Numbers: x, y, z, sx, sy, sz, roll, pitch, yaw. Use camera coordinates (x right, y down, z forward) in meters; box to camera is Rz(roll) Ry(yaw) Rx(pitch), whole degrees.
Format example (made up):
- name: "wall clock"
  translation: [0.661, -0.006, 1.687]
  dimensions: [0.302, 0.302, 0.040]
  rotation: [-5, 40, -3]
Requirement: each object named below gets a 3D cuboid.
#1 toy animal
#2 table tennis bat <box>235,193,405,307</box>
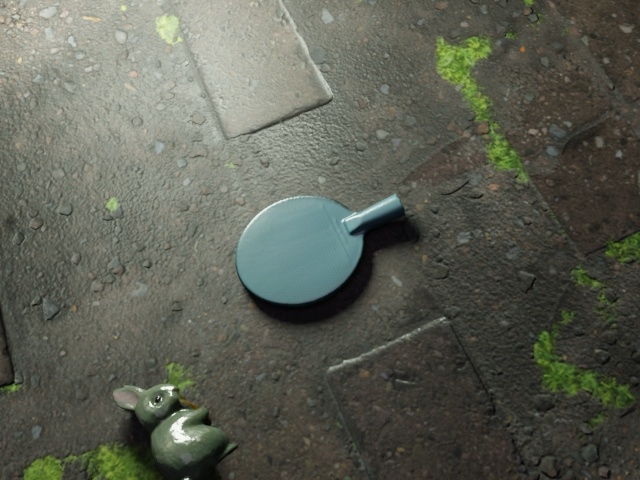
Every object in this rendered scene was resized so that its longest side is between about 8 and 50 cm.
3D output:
- name: "toy animal"
  translation: [-0.244, 0.297, 1.088]
  dimensions: [0.236, 0.138, 0.108]
  rotation: [42, 109, 16]
- name: "table tennis bat"
  translation: [0.000, 0.000, 1.240]
  dimensions: [0.329, 0.044, 0.215]
  rotation: [-24, 65, -3]
